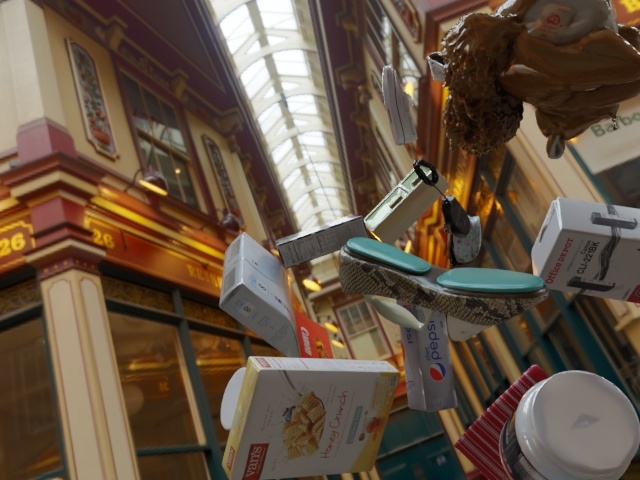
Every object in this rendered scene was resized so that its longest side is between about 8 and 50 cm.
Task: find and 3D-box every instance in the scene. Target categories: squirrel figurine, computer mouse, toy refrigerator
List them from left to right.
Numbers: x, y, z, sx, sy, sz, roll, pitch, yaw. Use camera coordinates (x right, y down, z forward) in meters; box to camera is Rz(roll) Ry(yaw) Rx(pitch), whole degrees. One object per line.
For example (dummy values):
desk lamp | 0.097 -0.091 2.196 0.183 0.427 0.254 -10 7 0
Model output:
toy refrigerator | 0.259 -0.114 1.755 0.269 0.102 0.094 -45 -65 3
computer mouse | 0.255 -0.087 1.222 0.041 0.071 0.242 -11 -46 39
squirrel figurine | 0.435 -0.321 1.146 0.397 0.281 0.370 -11 -20 19

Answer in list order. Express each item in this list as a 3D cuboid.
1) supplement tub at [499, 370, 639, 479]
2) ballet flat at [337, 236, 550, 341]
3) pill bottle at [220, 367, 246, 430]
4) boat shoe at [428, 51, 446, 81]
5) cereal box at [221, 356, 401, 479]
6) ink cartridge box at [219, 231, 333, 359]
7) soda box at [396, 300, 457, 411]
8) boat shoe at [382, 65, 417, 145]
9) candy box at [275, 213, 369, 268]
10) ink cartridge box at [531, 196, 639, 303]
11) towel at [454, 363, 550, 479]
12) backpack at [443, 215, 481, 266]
supplement tub | 0.441 0.361 1.030 0.191 0.191 0.272 -19 -33 -6
ballet flat | 0.250 0.121 1.257 0.482 0.182 0.164 13 21 33
pill bottle | -0.095 0.540 1.778 0.392 0.224 0.224 24 -46 -26
boat shoe | 0.436 -0.544 1.741 0.098 0.277 0.096 -54 -54 -16
cereal box | -0.009 0.258 0.826 0.240 0.047 0.173 8 -78 -30
ink cartridge box | -0.079 0.175 1.440 0.385 0.308 0.091 39 -78 -20
soda box | 0.267 0.281 1.444 0.091 0.286 0.098 -3 -9 -19
boat shoe | 0.261 -0.445 1.859 0.084 0.258 0.095 -13 13 -4
candy box | 0.000 0.000 1.505 0.233 0.071 0.159 -18 6 -4
ink cartridge box | 0.643 0.026 1.284 0.272 0.114 0.197 10 -43 8
towel | 0.471 0.443 1.294 0.275 0.199 0.031 -47 -10 4
backpack | 0.464 -0.013 1.845 0.115 0.152 0.182 -10 -27 10
